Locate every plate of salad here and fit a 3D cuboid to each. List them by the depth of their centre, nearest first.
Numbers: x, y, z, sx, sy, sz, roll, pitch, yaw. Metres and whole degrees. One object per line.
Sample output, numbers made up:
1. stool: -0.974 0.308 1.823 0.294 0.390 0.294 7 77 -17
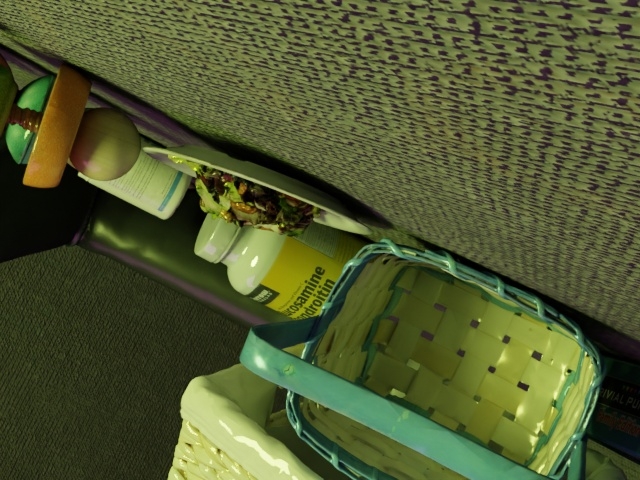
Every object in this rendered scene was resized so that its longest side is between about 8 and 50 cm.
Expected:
1. plate of salad: -0.054 -0.031 0.968 0.200 0.048 0.200 21 177 1

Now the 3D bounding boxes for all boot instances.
1. boot: -0.188 0.023 1.352 0.445 0.146 0.367 30 -152 -1

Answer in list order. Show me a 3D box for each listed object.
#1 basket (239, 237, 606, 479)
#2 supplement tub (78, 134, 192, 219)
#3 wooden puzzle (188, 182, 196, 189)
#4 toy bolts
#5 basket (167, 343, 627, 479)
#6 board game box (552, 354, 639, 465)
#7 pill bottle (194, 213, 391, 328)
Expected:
1. basket: 0.097 0.119 0.928 0.255 0.201 0.289 26 -174 17
2. supplement tub: -0.195 -0.075 1.267 0.107 0.071 0.071 28 176 -15
3. wooden puzzle: -0.207 -0.086 1.618 0.078 0.014 0.116 25 176 16
4. toy bolts: -0.254 -0.064 1.029 0.158 0.218 0.228 20 -164 -16
5. basket: 0.057 0.287 1.140 0.331 0.266 0.328 31 -155 31
6. board game box: 0.372 0.197 1.054 0.254 0.079 0.336 28 176 -11
7. pill bottle: -0.026 0.021 1.169 0.184 0.103 0.103 27 176 -16
